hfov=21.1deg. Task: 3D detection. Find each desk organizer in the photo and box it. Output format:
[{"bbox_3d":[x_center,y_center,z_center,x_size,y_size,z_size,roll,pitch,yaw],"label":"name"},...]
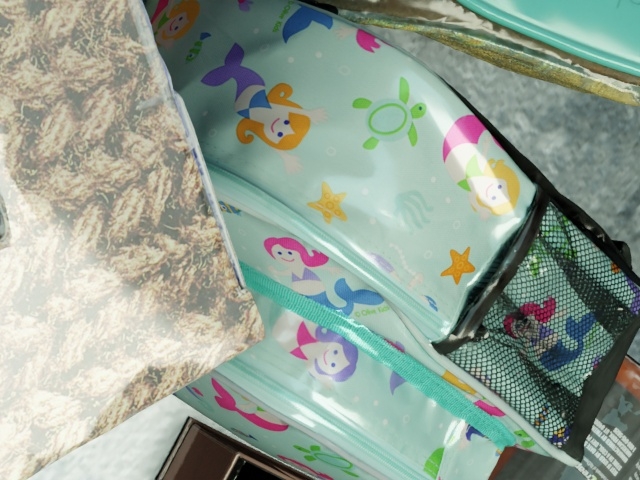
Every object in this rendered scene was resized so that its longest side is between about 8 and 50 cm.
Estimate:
[{"bbox_3d":[-0.021,0.146,0.916,0.130,0.050,0.047,32,84,-36],"label":"desk organizer"}]

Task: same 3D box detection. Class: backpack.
[{"bbox_3d":[0.000,0.000,0.783,0.191,0.225,0.253,-54,130,-14],"label":"backpack"}]

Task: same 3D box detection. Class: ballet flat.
[{"bbox_3d":[0.037,-0.154,0.826,0.349,0.123,0.123,20,91,-16],"label":"ballet flat"}]

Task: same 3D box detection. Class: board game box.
[{"bbox_3d":[-0.182,-0.066,0.601,0.141,0.291,0.232,-30,117,-24],"label":"board game box"}]

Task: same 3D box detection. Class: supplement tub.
[{"bbox_3d":[0.108,0.147,0.971,0.198,0.106,0.106,-49,124,-13],"label":"supplement tub"}]
